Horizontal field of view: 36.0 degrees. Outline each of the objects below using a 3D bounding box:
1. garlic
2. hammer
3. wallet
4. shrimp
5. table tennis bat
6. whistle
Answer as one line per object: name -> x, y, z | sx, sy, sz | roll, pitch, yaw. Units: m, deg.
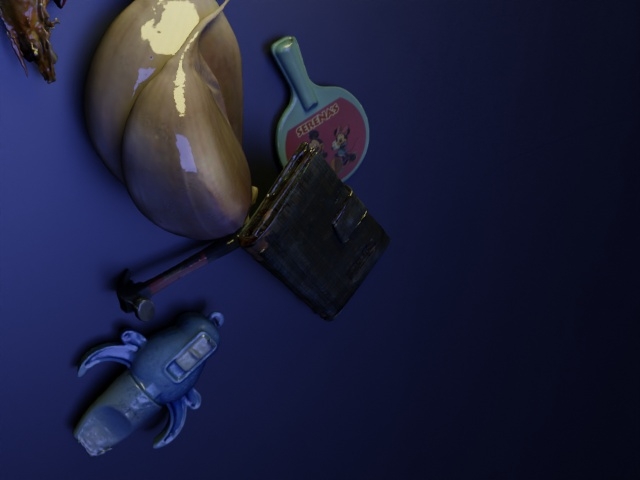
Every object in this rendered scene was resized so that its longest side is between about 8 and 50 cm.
garlic -> -0.164, -0.167, 1.247 | 0.245, 0.231, 0.340 | 0, 110, -25
hammer -> -0.159, 0.022, 1.385 | 0.287, 0.111, 0.033 | -30, 119, -27
wallet -> 0.001, 0.000, 1.407 | 0.169, 0.044, 0.317 | -54, 148, -7
shrimp -> -0.345, -0.342, 1.204 | 0.152, 0.063, 0.287 | -26, 114, -32
table tennis bat -> -0.012, -0.185, 1.435 | 0.153, 0.040, 0.244 | -33, 121, -15
whistle -> -0.238, 0.197, 1.396 | 0.269, 0.093, 0.180 | -41, 112, -5
